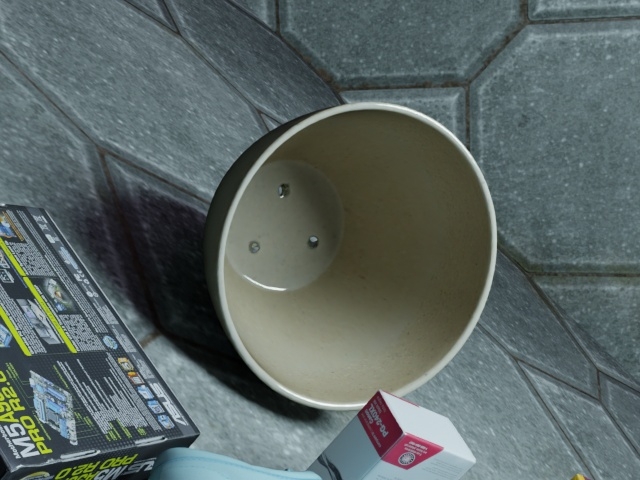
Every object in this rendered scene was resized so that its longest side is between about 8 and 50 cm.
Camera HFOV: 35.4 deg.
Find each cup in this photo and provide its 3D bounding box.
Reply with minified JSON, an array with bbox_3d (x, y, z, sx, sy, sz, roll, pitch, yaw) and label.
[{"bbox_3d":[0.000,0.000,1.153,0.331,0.331,0.237,34,-5,-27],"label":"cup"}]

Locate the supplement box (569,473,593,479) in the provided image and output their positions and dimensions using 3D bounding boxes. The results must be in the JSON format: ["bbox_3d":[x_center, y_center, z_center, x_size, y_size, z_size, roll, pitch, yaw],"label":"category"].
[{"bbox_3d":[0.234,0.340,1.008,0.081,0.188,0.104,31,22,-36],"label":"supplement box"}]

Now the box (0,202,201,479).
[{"bbox_3d":[-0.244,0.078,0.789,0.270,0.060,0.216,50,20,21],"label":"box"}]

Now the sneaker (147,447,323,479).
[{"bbox_3d":[0.015,0.255,0.823,0.366,0.135,0.150,33,24,-33],"label":"sneaker"}]

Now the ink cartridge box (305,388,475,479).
[{"bbox_3d":[0.053,0.226,0.945,0.109,0.150,0.063,28,19,-39],"label":"ink cartridge box"}]
